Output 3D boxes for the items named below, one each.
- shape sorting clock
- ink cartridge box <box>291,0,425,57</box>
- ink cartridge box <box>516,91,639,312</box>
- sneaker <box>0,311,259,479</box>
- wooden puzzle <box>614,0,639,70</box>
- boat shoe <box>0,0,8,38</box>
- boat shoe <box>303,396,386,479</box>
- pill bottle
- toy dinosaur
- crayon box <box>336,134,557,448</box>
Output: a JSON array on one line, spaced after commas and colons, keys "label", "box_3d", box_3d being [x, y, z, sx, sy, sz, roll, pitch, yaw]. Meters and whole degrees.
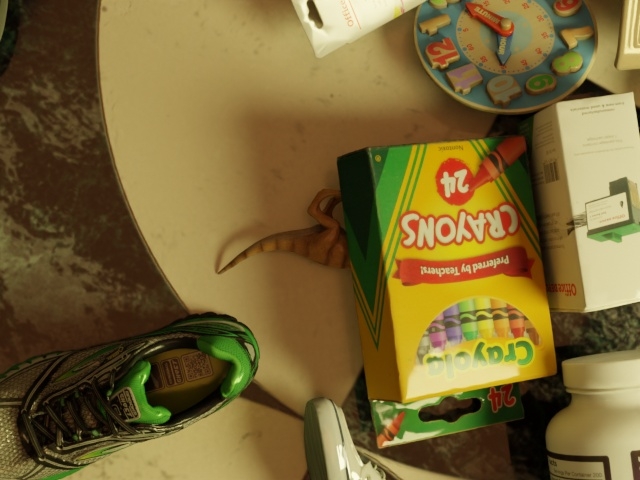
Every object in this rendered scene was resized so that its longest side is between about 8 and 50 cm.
[{"label": "shape sorting clock", "box_3d": [0.207, -0.232, 1.346, 0.206, 0.040, 0.206, -2, 68, 4]}, {"label": "ink cartridge box", "box_3d": [0.046, -0.292, 1.328, 0.181, 0.061, 0.104, -30, 123, -6]}, {"label": "ink cartridge box", "box_3d": [0.289, -0.037, 1.310, 0.092, 0.160, 0.219, -9, 89, -5]}, {"label": "sneaker", "box_3d": [-0.229, 0.163, 1.262, 0.343, 0.146, 0.134, -24, 90, -5]}, {"label": "wooden puzzle", "box_3d": [0.424, -0.300, 1.282, 0.221, 0.044, 0.239, -7, 124, -10]}, {"label": "boat shoe", "box_3d": [-0.428, -0.338, 1.297, 0.118, 0.103, 0.320, -20, 93, -45]}, {"label": "boat shoe", "box_3d": [0.037, 0.275, 1.322, 0.075, 0.083, 0.226, -13, 100, -17]}, {"label": "pill bottle", "box_3d": [0.341, 0.283, 1.288, 0.181, 0.181, 0.323, -6, 88, -5]}, {"label": "toy dinosaur", "box_3d": [0.000, 0.000, 1.331, 0.211, 0.064, 0.112, 10, 88, -4]}, {"label": "crayon box", "box_3d": [0.141, 0.053, 1.303, 0.202, 0.081, 0.319, -8, 89, -26]}]
